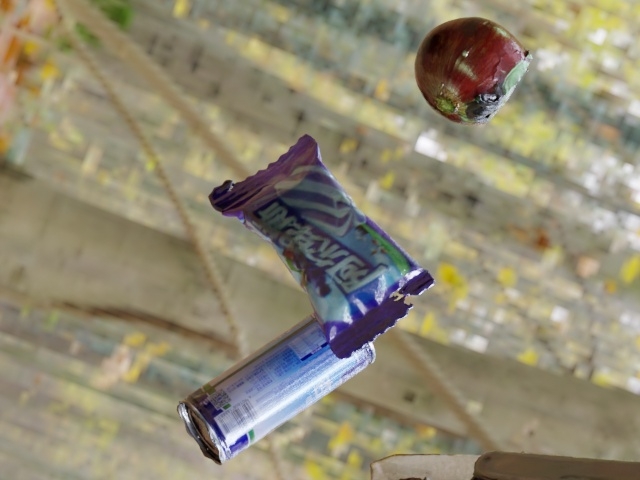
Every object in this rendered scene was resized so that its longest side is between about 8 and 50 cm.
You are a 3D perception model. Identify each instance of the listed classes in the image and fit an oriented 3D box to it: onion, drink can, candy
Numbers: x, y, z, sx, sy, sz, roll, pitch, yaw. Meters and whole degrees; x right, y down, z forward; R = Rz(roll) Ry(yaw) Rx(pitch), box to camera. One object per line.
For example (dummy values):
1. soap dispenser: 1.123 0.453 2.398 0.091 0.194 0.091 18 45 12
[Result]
1. onion: 0.150 -0.174 1.916 0.117 0.118 0.118 117 -10 -46
2. drink can: -0.053 0.172 2.300 0.235 0.097 0.097 -34 178 -19
3. candy: 0.000 0.000 2.191 0.145 0.275 0.070 -39 156 -2

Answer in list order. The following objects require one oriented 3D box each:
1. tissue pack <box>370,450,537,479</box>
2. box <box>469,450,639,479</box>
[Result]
1. tissue pack: 0.141 0.293 1.862 0.226 0.183 0.092 83 4 -54
2. box: 0.268 0.336 1.566 0.204 0.345 0.251 -38 120 -48
